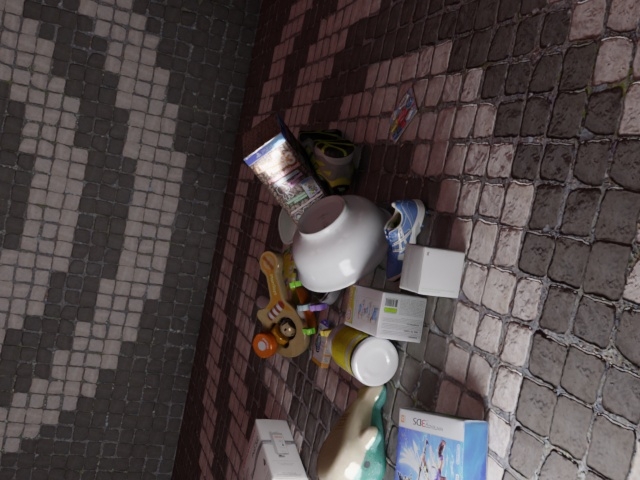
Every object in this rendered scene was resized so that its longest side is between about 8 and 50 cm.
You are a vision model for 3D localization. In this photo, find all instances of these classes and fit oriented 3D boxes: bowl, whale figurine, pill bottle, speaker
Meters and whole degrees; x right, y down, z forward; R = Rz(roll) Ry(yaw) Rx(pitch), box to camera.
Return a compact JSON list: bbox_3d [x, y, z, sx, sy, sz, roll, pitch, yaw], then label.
[{"bbox_3d":[0.034,-0.021,1.674,0.298,0.134,0.297,-26,34,19],"label":"bowl"},{"bbox_3d":[0.102,0.473,1.538,0.272,0.141,0.216,-63,11,-30],"label":"whale figurine"},{"bbox_3d":[0.097,0.275,1.611,0.208,0.119,0.119,-165,85,-69],"label":"pill bottle"},{"bbox_3d":[-0.204,0.250,2.497,0.136,0.055,0.055,-163,83,-69],"label":"speaker"}]

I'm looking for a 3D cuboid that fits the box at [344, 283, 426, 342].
[{"bbox_3d":[0.148,0.168,1.532,0.203,0.114,0.103,-175,95,-70],"label":"box"}]

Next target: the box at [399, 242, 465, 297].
[{"bbox_3d":[0.235,0.062,1.373,0.087,0.101,0.101,-170,89,-69],"label":"box"}]

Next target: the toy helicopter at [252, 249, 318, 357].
[{"bbox_3d":[-0.117,0.202,2.112,0.235,0.140,0.354,-15,88,36],"label":"toy helicopter"}]

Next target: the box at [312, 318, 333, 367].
[{"bbox_3d":[0.012,0.305,1.950,0.081,0.028,0.136,-162,85,-69],"label":"box"}]

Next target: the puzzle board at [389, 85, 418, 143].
[{"bbox_3d":[0.217,-0.334,1.730,0.128,0.011,0.096,125,148,-47],"label":"puzzle board"}]

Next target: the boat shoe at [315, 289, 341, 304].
[{"bbox_3d":[0.025,0.024,1.911,0.121,0.119,0.335,-140,62,-66],"label":"boat shoe"}]

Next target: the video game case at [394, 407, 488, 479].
[{"bbox_3d":[0.226,0.474,1.267,0.244,0.061,0.269,158,120,-67],"label":"video game case"}]

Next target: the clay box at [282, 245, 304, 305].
[{"bbox_3d":[-0.098,0.132,2.275,0.127,0.053,0.222,150,128,-62],"label":"clay box"}]

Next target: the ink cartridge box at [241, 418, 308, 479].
[{"bbox_3d":[-0.152,0.731,2.049,0.283,0.117,0.207,-126,49,-62],"label":"ink cartridge box"}]

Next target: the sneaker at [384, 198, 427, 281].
[{"bbox_3d":[0.186,-0.003,1.560,0.080,0.081,0.211,-141,61,-65],"label":"sneaker"}]

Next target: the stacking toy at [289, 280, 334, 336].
[{"bbox_3d":[-0.028,0.197,1.911,0.221,0.052,0.166,-14,89,63],"label":"stacking toy"}]

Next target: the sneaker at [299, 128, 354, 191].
[{"bbox_3d":[0.013,-0.264,2.057,0.384,0.145,0.147,-110,16,-67],"label":"sneaker"}]

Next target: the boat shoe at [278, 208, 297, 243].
[{"bbox_3d":[-0.076,-0.127,2.297,0.114,0.091,0.302,-1,77,41],"label":"boat shoe"}]

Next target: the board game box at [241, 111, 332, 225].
[{"bbox_3d":[-0.105,-0.226,2.064,0.141,0.291,0.232,-34,26,9],"label":"board game box"}]
